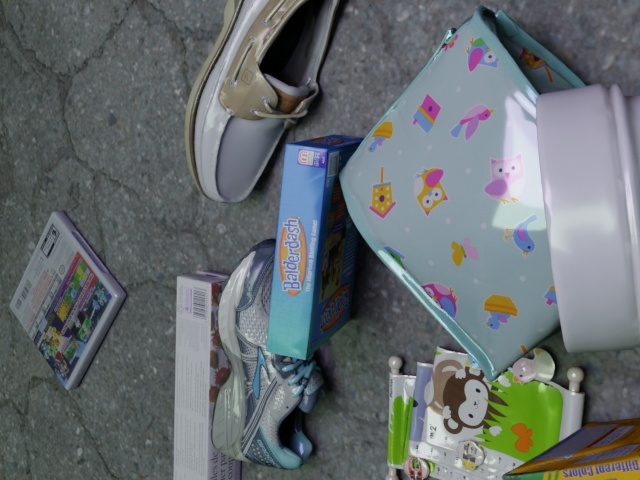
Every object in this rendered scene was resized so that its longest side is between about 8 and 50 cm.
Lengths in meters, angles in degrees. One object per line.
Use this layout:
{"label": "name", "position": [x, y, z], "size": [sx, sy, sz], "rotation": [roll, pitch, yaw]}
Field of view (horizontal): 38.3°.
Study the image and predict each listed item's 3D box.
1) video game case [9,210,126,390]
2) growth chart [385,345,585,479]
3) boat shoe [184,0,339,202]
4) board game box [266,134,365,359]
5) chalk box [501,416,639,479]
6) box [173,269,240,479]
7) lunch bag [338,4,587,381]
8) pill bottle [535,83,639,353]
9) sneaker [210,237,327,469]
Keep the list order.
{"label": "video game case", "position": [-0.379, 0.090, 1.367], "size": [0.183, 0.023, 0.201], "rotation": [47, 121, 25]}
{"label": "growth chart", "position": [0.160, 0.187, 0.942], "size": [0.237, 0.021, 0.171], "rotation": [0, 96, 41]}
{"label": "boat shoe", "position": [-0.065, -0.173, 1.022], "size": [0.103, 0.113, 0.302], "rotation": [30, 113, 38]}
{"label": "board game box", "position": [0.000, 0.000, 0.959], "size": [0.047, 0.160, 0.210], "rotation": [9, 101, 16]}
{"label": "chalk box", "position": [0.300, 0.295, 0.743], "size": [0.179, 0.180, 0.288], "rotation": [-19, 82, 39]}
{"label": "box", "position": [-0.141, 0.200, 1.162], "size": [0.067, 0.063, 0.323], "rotation": [9, 101, 39]}
{"label": "lunch bag", "position": [0.160, -0.047, 0.829], "size": [0.262, 0.160, 0.223], "rotation": [51, 124, 16]}
{"label": "pill bottle", "position": [0.346, -0.033, 0.552], "size": [0.408, 0.229, 0.229], "rotation": [-6, 92, 17]}
{"label": "sneaker", "position": [-0.044, 0.135, 1.064], "size": [0.122, 0.110, 0.282], "rotation": [15, 113, 28]}
